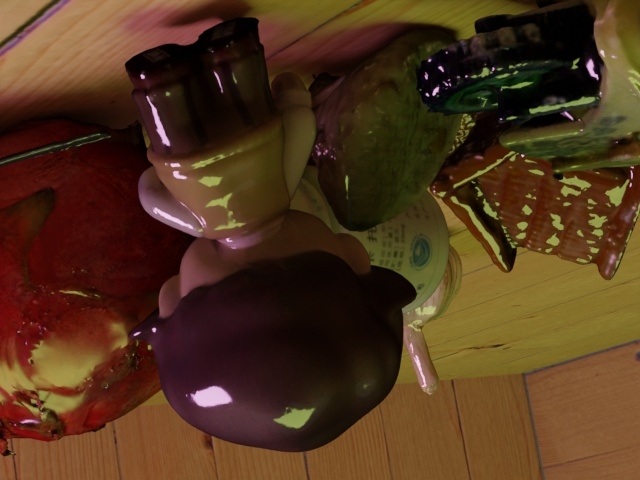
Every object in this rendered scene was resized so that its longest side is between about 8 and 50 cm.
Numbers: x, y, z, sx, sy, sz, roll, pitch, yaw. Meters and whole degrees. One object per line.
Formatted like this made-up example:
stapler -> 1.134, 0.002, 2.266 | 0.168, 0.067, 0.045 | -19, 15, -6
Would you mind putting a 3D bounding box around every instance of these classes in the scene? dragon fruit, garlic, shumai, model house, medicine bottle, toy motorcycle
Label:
dragon fruit -> -0.246, 0.037, 1.565 | 0.301, 0.296, 0.295 | -33, -178, -32
garlic -> 0.112, 0.112, 2.404 | 0.199, 0.226, 0.199 | -14, 172, -2
shumai -> 0.045, -0.113, 1.537 | 0.120, 0.201, 0.201 | 31, -170, 29
model house -> 0.231, -0.074, 1.789 | 0.229, 0.199, 0.220 | 14, 126, 0
medicine bottle -> 0.000, 0.000, 1.894 | 0.170, 0.170, 0.293 | -19, 164, 38
toy motorcycle -> 0.265, -0.147, 1.425 | 0.237, 0.169, 0.410 | -10, 176, 35

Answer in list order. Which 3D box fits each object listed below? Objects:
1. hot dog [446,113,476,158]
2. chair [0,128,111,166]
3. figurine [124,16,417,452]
hot dog -> 0.086, -0.109, 1.695 | 0.147, 0.065, 0.099 | -11, 159, 14
chair -> -0.282, -0.111, 1.137 | 0.246, 0.159, 0.172 | -16, 169, 25
figurine -> -0.066, 0.006, 1.425 | 0.218, 0.365, 0.206 | -24, -171, -21
